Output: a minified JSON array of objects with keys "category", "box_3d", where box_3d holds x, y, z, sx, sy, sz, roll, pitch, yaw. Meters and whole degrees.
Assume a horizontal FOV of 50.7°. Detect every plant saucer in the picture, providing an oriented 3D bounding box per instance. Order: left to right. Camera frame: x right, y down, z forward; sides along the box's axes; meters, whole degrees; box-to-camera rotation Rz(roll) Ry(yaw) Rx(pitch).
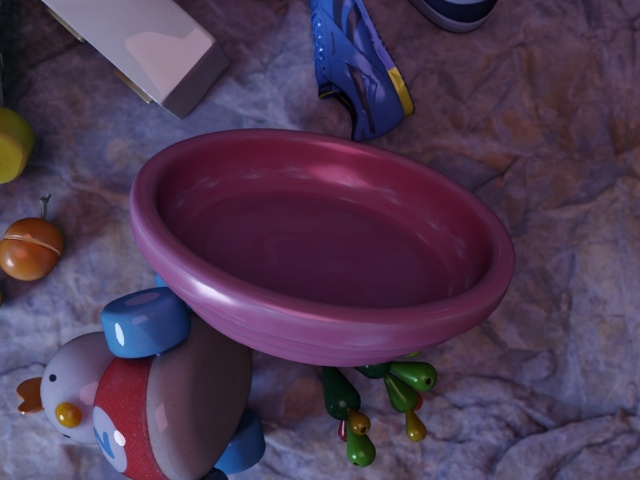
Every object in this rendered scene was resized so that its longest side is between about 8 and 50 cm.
[{"category":"plant saucer","box_3d":[0.000,0.000,0.604,0.332,0.332,0.084,12,120,0]}]

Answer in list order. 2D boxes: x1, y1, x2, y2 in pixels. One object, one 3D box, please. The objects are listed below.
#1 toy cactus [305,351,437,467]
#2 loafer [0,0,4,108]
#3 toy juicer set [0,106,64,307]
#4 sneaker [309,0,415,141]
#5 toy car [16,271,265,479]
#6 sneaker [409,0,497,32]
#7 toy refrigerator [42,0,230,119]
[{"category":"toy cactus","box_3d":[0.037,0.114,0.709,0.180,0.112,0.219,12,94,19]},{"category":"loafer","box_3d":[-0.372,-0.173,0.707,0.094,0.087,0.251,11,104,-21]},{"category":"toy juicer set","box_3d":[-0.425,0.009,0.681,0.329,0.089,0.209,-22,123,-13]},{"category":"sneaker","box_3d":[0.018,-0.203,0.704,0.082,0.069,0.209,-27,91,0]},{"category":"toy car","box_3d":[-0.200,0.151,0.660,0.238,0.210,0.219,-8,103,13]},{"category":"sneaker","box_3d":[0.067,-0.323,0.659,0.282,0.153,0.099,35,91,0]},{"category":"toy refrigerator","box_3d":[-0.228,-0.246,0.689,0.269,0.102,0.094,41,91,-1]}]
